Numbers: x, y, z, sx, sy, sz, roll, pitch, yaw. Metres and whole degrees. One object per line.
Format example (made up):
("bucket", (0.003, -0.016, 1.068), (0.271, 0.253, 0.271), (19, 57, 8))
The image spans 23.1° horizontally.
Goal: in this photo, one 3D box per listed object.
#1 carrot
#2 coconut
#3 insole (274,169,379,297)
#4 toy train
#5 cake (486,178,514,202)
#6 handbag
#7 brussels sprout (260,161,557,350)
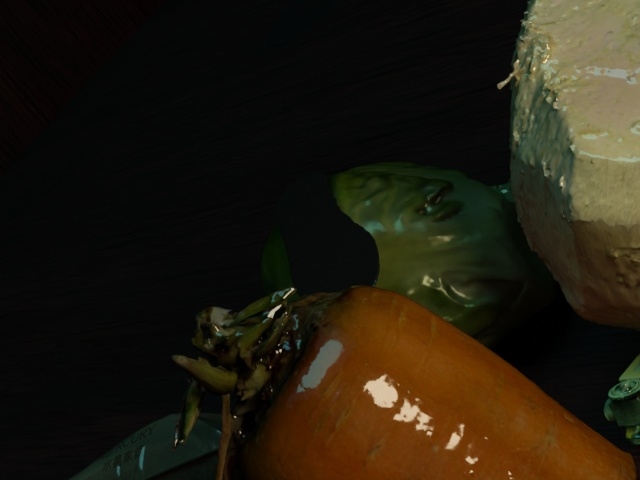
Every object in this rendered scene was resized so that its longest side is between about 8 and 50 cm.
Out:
("carrot", (0.040, 0.144, 1.175), (0.214, 0.331, 0.193), (-47, 11, 38))
("coconut", (0.284, -0.064, 1.181), (0.297, 0.254, 0.297), (-10, 50, 12))
("insole", (0.000, 0.000, 1.328), (0.080, 0.003, 0.232), (-42, 29, 7))
("toy train", (0.268, 0.112, 1.154), (0.122, 0.050, 0.081), (-11, 22, 47))
("cake", (0.130, 0.000, 1.633), (0.235, 0.099, 0.100), (-4, 34, 24))
("handbag", (-0.130, 0.230, 1.473), (0.270, 0.117, 0.182), (-26, -16, 30))
("brussels sprout", (0.077, 0.030, 1.425), (0.271, 0.210, 0.219), (-13, 8, 34))
